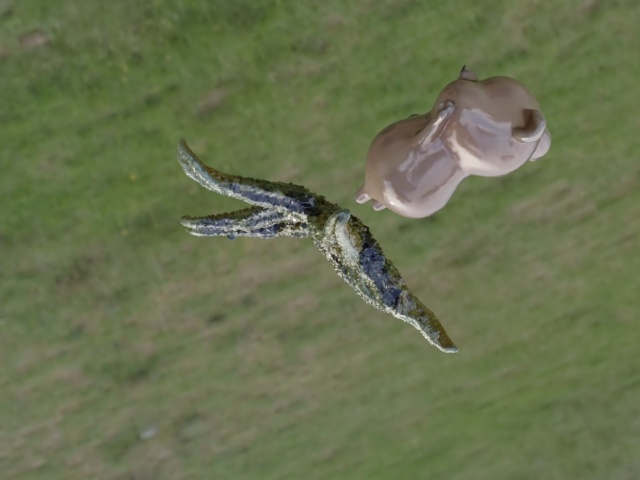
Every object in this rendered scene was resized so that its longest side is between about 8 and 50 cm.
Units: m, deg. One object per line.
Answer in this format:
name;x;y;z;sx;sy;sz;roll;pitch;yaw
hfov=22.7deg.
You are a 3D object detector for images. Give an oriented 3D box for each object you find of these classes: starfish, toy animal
starfish;0.000;0.000;0.961;0.053;0.208;0.176;-64;-170;-8
toy animal;0.089;-0.061;1.069;0.150;0.089;0.083;-25;-161;24
